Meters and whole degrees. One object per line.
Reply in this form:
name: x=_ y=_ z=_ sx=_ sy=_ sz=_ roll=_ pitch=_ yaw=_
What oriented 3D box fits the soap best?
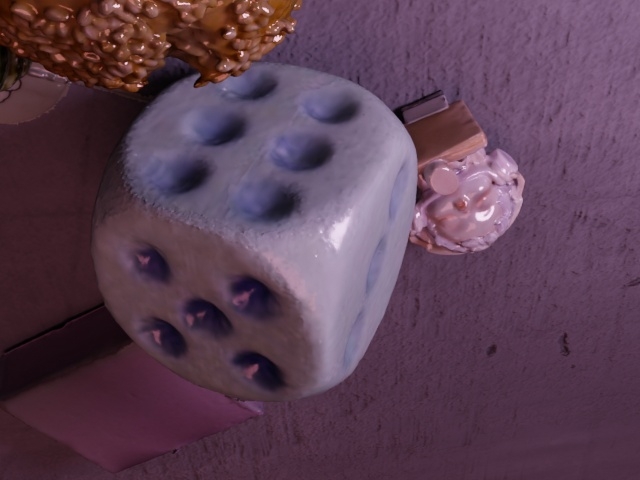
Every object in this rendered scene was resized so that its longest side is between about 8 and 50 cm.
soap: x=-0.278 y=0.216 z=1.341 sx=0.296 sy=0.107 sz=0.285 roll=-24 pitch=138 yaw=14

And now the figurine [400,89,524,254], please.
figurine: x=0.168 y=-0.060 z=1.094 sx=0.162 sy=0.141 sz=0.237 roll=-22 pitch=138 yaw=6

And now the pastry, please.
pastry: x=-0.154 y=-0.221 z=0.749 sx=0.315 sy=0.184 sz=0.284 roll=-5 pitch=177 yaw=-20

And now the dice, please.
dice: x=-0.060 y=-0.012 z=0.945 sx=0.264 sy=0.268 sz=0.263 roll=18 pitch=137 yaw=17

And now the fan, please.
fan: x=-0.290 y=-0.178 z=0.967 sx=0.329 sy=0.009 sz=0.191 roll=13 pitch=133 yaw=-24

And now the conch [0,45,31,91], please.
conch: x=-0.367 y=-0.198 z=0.836 sx=0.124 sy=0.187 sz=0.181 roll=-50 pitch=140 yaw=-15
